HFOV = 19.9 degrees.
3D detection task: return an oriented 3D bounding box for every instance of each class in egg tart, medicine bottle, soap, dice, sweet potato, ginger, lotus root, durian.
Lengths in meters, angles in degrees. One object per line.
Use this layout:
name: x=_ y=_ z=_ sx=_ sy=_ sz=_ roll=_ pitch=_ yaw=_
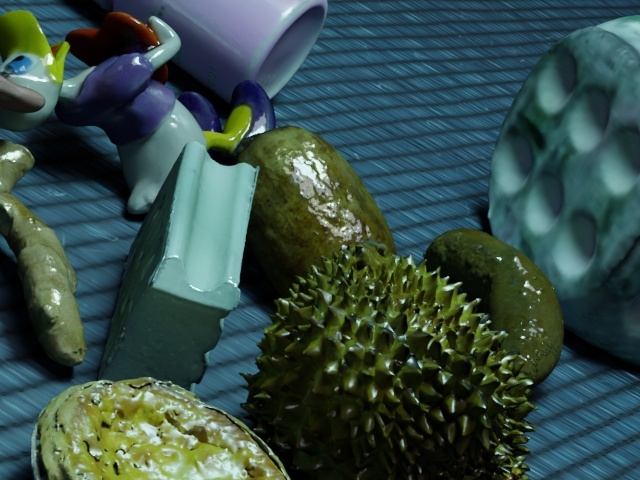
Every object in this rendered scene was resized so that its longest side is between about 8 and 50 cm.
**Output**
egg tart: x=-0.127 y=0.204 z=1.445 sx=0.234 sy=0.094 sz=0.234 roll=22 pitch=28 yaw=-12
medicine bottle: x=-0.153 y=-0.305 z=2.224 sx=0.290 sy=0.178 sz=0.178 roll=36 pitch=26 yaw=13
soap: x=-0.131 y=0.031 z=1.686 sx=0.094 sy=0.150 sz=0.261 roll=21 pitch=27 yaw=-8
dice: x=0.421 y=-0.058 z=2.217 sx=0.348 sy=0.330 sz=0.328 roll=14 pitch=30 yaw=-33
sweet potato: x=0.205 y=0.074 z=2.024 sx=0.124 sy=0.098 sz=0.310 roll=-3 pitch=39 yaw=-15
ginger: x=-0.266 y=0.009 z=1.676 sx=0.089 sy=0.075 sz=0.288 roll=51 pitch=5 yaw=-45
lotus root: x=0.000 y=0.000 z=1.890 sx=0.145 sy=0.128 sz=0.260 roll=-24 pitch=79 yaw=-45
durian: x=0.071 y=0.146 z=1.619 sx=0.293 sy=0.258 sz=0.258 roll=36 pitch=25 yaw=-12

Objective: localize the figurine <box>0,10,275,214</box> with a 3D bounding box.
figurine: x=-0.222 y=-0.131 z=1.875 sx=0.421 sy=0.154 sz=0.193 roll=23 pitch=65 yaw=-43
